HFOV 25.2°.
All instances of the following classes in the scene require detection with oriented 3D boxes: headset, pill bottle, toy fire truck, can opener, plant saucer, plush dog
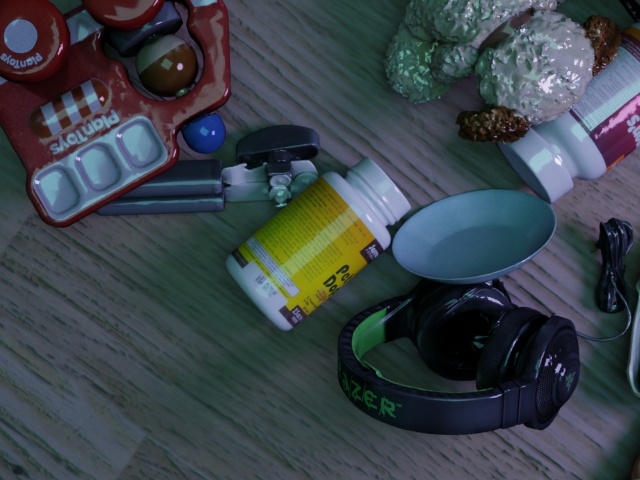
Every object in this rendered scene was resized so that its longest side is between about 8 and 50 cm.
[{"bbox_3d":[0.206,0.094,1.648,0.394,0.243,0.185,-14,119,-30],"label":"headset"},{"bbox_3d":[0.329,-0.149,1.703,0.221,0.121,0.121,-39,91,-2],"label":"pill bottle"},{"bbox_3d":[-0.235,-0.184,1.653,0.302,0.169,0.254,-29,88,-4],"label":"toy fire truck"},{"bbox_3d":[-0.138,-0.077,1.723,0.280,0.074,0.093,-6,55,-3],"label":"can opener"},{"bbox_3d":[0.000,0.000,1.693,0.215,0.117,0.117,-41,91,-1],"label":"pill bottle"},{"bbox_3d":[0.183,0.005,1.681,0.195,0.195,0.037,-17,119,-2],"label":"plant saucer"},{"bbox_3d":[0.217,-0.234,1.637,0.262,0.210,0.225,-39,72,-3],"label":"plush dog"}]

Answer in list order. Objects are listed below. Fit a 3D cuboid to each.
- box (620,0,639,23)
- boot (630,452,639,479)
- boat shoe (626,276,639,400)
[{"bbox_3d":[0.383,-0.338,1.640,0.079,0.257,0.322,-36,92,-2],"label":"box"},{"bbox_3d":[0.461,0.304,1.734,0.197,0.073,0.152,31,64,-25],"label":"boot"},{"bbox_3d":[0.439,0.055,1.697,0.103,0.113,0.302,10,89,-37],"label":"boat shoe"}]
